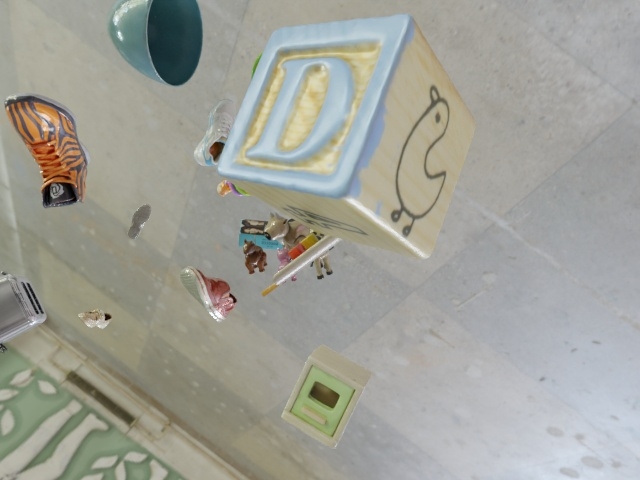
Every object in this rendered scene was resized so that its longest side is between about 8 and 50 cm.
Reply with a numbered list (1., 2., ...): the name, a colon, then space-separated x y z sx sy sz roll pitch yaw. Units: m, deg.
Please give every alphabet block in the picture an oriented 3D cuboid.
1. alphabet block: 0.036 -0.109 0.543 0.193 0.193 0.197 18 174 39

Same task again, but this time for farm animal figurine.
1. farm animal figurine: -0.070 -0.015 1.397 0.329 0.326 0.173 -1 111 34

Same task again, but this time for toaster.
1. toaster: -0.939 0.208 1.415 0.227 0.146 0.129 63 167 3

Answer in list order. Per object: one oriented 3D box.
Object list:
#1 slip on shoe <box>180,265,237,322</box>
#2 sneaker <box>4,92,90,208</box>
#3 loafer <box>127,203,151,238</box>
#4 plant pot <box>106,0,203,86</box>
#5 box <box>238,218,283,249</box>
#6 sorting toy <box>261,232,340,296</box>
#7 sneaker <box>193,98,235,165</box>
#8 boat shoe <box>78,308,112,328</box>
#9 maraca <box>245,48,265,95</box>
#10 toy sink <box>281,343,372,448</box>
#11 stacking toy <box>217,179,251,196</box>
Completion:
1. slip on shoe: -0.327 0.149 1.405 0.123 0.101 0.331 40 164 22
2. sneaker: -0.611 -0.184 1.086 0.124 0.180 0.321 -10 160 -6
3. loafer: -0.557 -0.064 1.448 0.045 0.039 0.125 27 108 -20
4. plant pot: -0.506 -0.620 1.389 0.195 0.290 0.291 14 134 13
5. box: -0.170 -0.019 1.707 0.243 0.101 0.060 5 124 -7
6. sorting toy: 0.000 0.000 0.899 0.347 0.196 0.047 -37 89 21
7. sneaker: -0.318 -0.342 1.502 0.092 0.229 0.087 15 173 41
8. boat shoe: -0.789 0.268 1.656 0.063 0.059 0.170 46 170 10
9. maraca: -0.139 -0.453 1.306 0.099 0.127 0.186 52 123 37
10. toy sink: 0.005 0.407 1.164 0.152 0.131 0.234 27 99 13
11. stacking toy: -0.269 -0.220 1.714 0.301 0.176 0.165 -10 159 33
